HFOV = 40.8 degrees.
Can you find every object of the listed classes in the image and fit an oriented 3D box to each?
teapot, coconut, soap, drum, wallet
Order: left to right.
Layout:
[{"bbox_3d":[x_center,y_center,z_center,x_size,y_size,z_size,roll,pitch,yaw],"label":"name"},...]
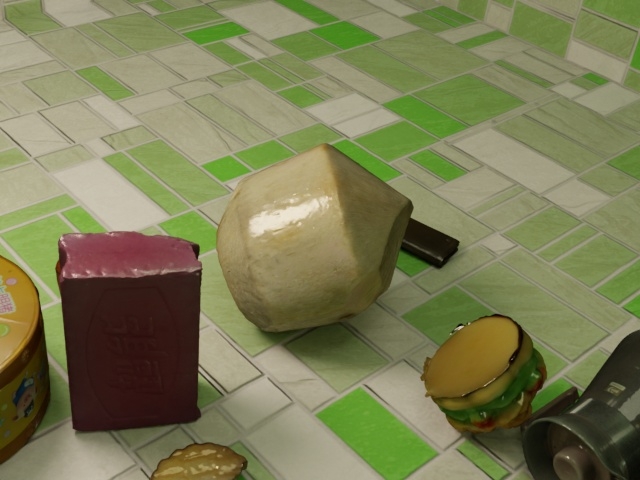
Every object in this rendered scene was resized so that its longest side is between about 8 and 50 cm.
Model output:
[{"bbox_3d":[-0.684,0.212,1.481,0.431,0.214,0.431,5,37,-4],"label":"drum"},{"bbox_3d":[-0.323,0.158,1.485,0.233,0.359,0.128,-3,36,-14],"label":"soap"},{"bbox_3d":[0.000,0.000,1.768,0.415,0.344,0.415,-11,51,14],"label":"coconut"},{"bbox_3d":[0.230,-0.006,2.072,0.198,0.031,0.110,27,40,25],"label":"wallet"},{"bbox_3d":[0.532,0.320,1.531,0.344,0.253,0.300,-24,13,-28],"label":"teapot"}]

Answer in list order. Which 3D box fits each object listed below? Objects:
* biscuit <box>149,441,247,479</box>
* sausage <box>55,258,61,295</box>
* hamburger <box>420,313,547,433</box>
[{"bbox_3d":[-0.213,0.400,1.429,0.118,0.061,0.183,32,41,32],"label":"biscuit"},{"bbox_3d":[-0.453,0.104,1.737,0.133,0.133,0.258,-13,40,-25],"label":"sausage"},{"bbox_3d":[0.314,0.262,1.592,0.237,0.149,0.237,-32,20,14],"label":"hamburger"}]
